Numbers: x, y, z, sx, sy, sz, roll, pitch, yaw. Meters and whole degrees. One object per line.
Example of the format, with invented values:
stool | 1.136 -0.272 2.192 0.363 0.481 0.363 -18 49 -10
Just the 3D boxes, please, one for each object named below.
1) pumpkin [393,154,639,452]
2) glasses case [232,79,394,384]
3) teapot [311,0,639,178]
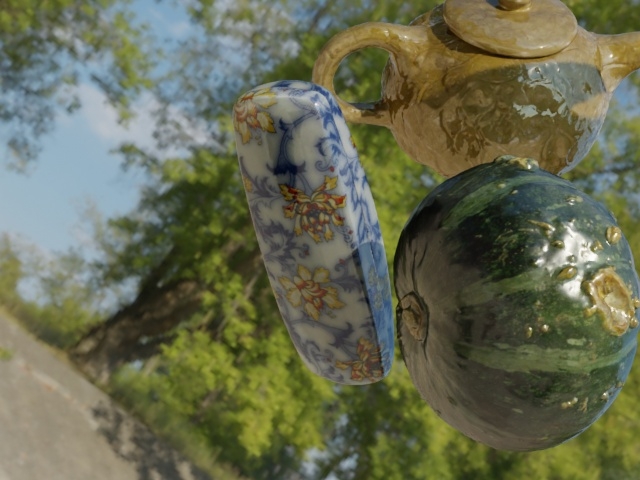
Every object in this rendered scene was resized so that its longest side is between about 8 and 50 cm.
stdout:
pumpkin | 0.125 0.043 0.725 0.190 0.146 0.190 59 -17 31
glasses case | 0.000 0.000 0.816 0.087 0.065 0.247 6 -56 31
teapot | 0.148 -0.159 0.983 0.311 0.203 0.167 0 -50 -7
